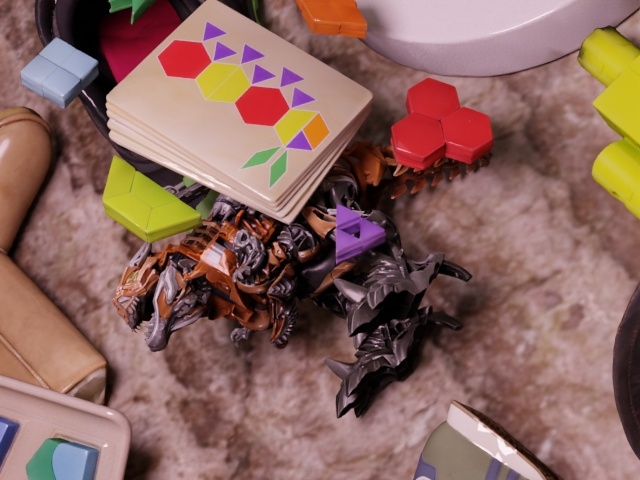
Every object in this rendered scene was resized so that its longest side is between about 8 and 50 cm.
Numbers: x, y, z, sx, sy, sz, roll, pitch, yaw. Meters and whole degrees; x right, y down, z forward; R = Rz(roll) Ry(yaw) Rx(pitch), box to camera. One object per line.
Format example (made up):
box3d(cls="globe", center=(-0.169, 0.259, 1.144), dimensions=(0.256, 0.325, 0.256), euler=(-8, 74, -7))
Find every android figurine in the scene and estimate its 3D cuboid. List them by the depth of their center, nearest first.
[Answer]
box3d(cls="android figurine", center=(0.328, -0.109, 1.482), dimensions=(0.248, 0.056, 0.273), euler=(-47, 54, 1))

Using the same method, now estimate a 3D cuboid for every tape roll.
box3d(cls="tape roll", center=(0.153, -0.328, 1.674), dimensions=(0.392, 0.072, 0.392), euler=(-12, 62, 24))

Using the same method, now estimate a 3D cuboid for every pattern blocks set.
box3d(cls="pattern blocks set", center=(-0.059, -0.102, 1.513), dimensions=(0.325, 0.026, 0.285), euler=(40, 63, 23))

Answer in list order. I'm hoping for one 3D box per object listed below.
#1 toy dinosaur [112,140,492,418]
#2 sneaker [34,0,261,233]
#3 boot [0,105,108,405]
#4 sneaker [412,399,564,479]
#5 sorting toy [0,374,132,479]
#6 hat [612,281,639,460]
box3d(cls="toy dinosaur", center=(0.000, 0.000, 1.528), dimensions=(0.322, 0.164, 0.218), euler=(-39, 64, -1))
box3d(cls="sneaker", center=(-0.158, -0.226, 1.715), dimensions=(0.185, 0.202, 0.483), euler=(-35, 55, 9))
box3d(cls="boot", center=(-0.263, 0.043, 1.722), dimensions=(0.236, 0.089, 0.269), euler=(-54, 52, 12))
box3d(cls="sneaker", center=(0.143, 0.206, 1.436), dimensions=(0.192, 0.064, 0.086), euler=(40, 97, 36))
box3d(cls="sorting toy", center=(-0.256, 0.222, 1.606), dimensions=(0.193, 0.038, 0.208), euler=(13, 97, 29))
box3d(cls="hat", center=(0.367, 0.068, 1.310), dimensions=(0.331, 0.331, 0.134), euler=(-13, 23, 23))
